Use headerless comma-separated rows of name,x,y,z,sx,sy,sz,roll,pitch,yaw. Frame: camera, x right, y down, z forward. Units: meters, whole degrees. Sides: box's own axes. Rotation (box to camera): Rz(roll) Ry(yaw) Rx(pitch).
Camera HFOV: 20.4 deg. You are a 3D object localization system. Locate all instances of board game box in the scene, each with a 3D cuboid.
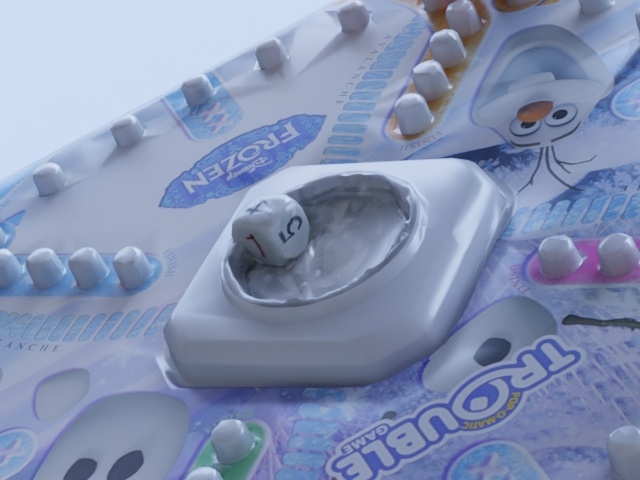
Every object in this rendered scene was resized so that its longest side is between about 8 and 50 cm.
board game box,0.000,0.000,0.682,0.390,0.390,0.050,-29,-56,-6
